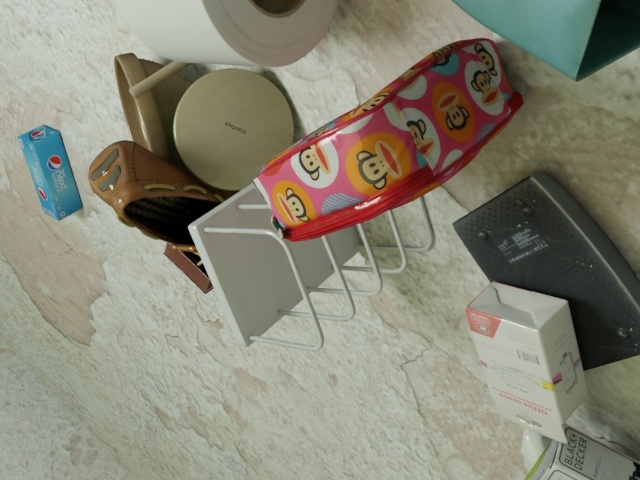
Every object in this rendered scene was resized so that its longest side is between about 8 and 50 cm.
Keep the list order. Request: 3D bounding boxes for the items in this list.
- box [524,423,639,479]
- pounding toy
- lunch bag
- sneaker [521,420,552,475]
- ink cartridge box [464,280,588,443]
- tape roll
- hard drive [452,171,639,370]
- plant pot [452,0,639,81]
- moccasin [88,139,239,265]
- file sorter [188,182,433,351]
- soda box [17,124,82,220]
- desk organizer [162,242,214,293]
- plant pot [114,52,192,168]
[{"bbox_3d":[0.413,0.387,1.018,0.290,0.087,0.169,25,125,12],"label":"box"},{"bbox_3d":[-0.157,-0.193,1.197,0.237,0.183,0.110,50,175,-14],"label":"pounding toy"},{"bbox_3d":[0.064,-0.111,0.885,0.258,0.293,0.120,-19,104,50],"label":"lunch bag"},{"bbox_3d":[0.379,0.355,1.123,0.095,0.090,0.235,-27,102,41],"label":"sneaker"},{"bbox_3d":[0.272,0.159,0.995,0.115,0.067,0.198,16,135,48],"label":"ink cartridge box"},{"bbox_3d":[-0.112,-0.338,0.937,0.169,0.246,0.246,14,129,40],"label":"tape roll"},{"bbox_3d":[0.298,0.041,0.962,0.255,0.054,0.172,52,144,0],"label":"hard drive"},{"bbox_3d":[0.205,-0.289,0.711,0.234,0.165,0.166,37,142,33],"label":"plant pot"},{"bbox_3d":[-0.190,-0.035,1.217,0.147,0.139,0.380,57,-169,31],"label":"moccasin"},{"bbox_3d":[0.000,0.000,1.067,0.173,0.277,0.193,3,121,44],"label":"file sorter"},{"bbox_3d":[-0.626,-0.156,1.786,0.067,0.071,0.210,24,135,34],"label":"soda box"},{"bbox_3d":[-0.260,0.043,1.576,0.130,0.047,0.050,42,140,15],"label":"desk organizer"},{"bbox_3d":[-0.260,-0.202,1.288,0.237,0.109,0.237,164,90,-73],"label":"plant pot"}]
